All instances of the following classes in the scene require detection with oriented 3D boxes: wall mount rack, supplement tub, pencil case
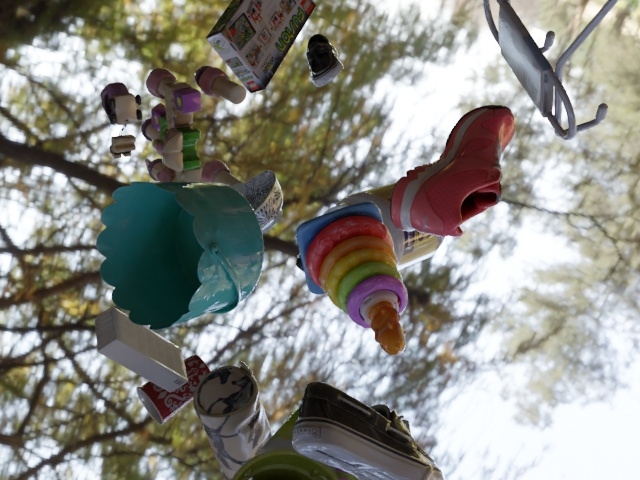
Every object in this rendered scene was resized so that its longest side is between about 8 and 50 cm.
[{"bbox_3d":[0.382,-0.345,1.350,0.131,0.304,0.350,-20,-125,-1],"label":"wall mount rack"},{"bbox_3d":[0.169,-0.028,2.290,0.241,0.241,0.331,34,-149,27],"label":"supplement tub"},{"bbox_3d":[-0.189,0.498,2.120,0.160,0.410,0.183,16,-133,34],"label":"pencil case"}]

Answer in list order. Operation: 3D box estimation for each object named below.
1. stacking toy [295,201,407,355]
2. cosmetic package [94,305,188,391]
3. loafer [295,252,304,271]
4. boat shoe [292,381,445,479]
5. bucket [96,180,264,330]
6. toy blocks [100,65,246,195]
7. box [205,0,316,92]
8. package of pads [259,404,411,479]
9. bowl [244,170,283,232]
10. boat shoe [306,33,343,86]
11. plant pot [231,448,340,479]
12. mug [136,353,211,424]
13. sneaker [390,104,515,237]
[{"bbox_3d":[0.081,0.084,1.407,0.166,0.175,0.302,-18,-142,-8],"label":"stacking toy"},{"bbox_3d":[-0.399,0.247,1.865,0.239,0.060,0.098,43,-159,-44],"label":"cosmetic package"},{"bbox_3d":[0.000,0.000,1.881,0.062,0.061,0.170,28,-134,-6],"label":"loafer"},{"bbox_3d":[0.094,0.314,1.314,0.335,0.121,0.119,37,-127,-40],"label":"boat shoe"},{"bbox_3d":[-0.249,0.019,1.513,0.281,0.281,0.183,36,-153,31],"label":"bucket"},{"bbox_3d":[-0.348,-0.234,1.814,0.309,0.288,0.260,-14,-149,-31],"label":"toy blocks"},{"bbox_3d":[-0.088,-0.340,1.296,0.036,0.207,0.114,-7,135,41],"label":"box"},{"bbox_3d":[0.033,0.488,1.934,0.297,0.101,0.229,5,-152,34],"label":"package of pads"},{"bbox_3d":[-0.139,-0.070,1.889,0.080,0.170,0.170,43,-169,-27],"label":"bowl"},{"bbox_3d":[0.001,-0.419,1.899,0.076,0.080,0.228,51,-160,-23],"label":"boat shoe"},{"bbox_3d":[-0.098,0.625,1.809,0.276,0.254,0.276,8,-123,-13],"label":"plant pot"},{"bbox_3d":[-0.373,0.371,2.126,0.169,0.113,0.150,-34,-166,-26],"label":"mug"},{"bbox_3d":[0.251,-0.102,1.358,0.136,0.116,0.314,24,-125,34],"label":"sneaker"}]
